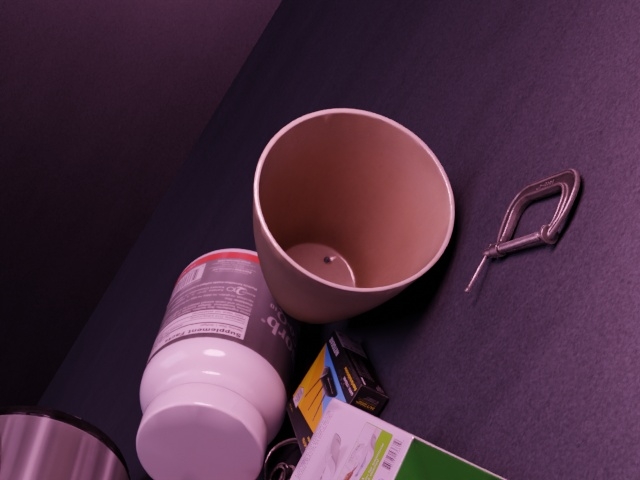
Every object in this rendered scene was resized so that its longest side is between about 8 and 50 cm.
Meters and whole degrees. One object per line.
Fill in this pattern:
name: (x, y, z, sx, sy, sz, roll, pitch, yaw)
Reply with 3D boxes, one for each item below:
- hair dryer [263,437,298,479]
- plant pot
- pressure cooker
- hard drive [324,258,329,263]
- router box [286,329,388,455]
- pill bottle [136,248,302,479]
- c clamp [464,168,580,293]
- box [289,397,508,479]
hair dryer: (-0.100, 0.398, 1.491, 0.223, 0.080, 0.293, -53, 20, 24)
plant pot: (0.015, 0.005, 1.539, 0.274, 0.256, 0.256, 116, 173, -61)
pressure cooker: (-0.540, 0.551, 2.039, 0.420, 0.375, 0.370, -85, 3, -50)
hard drive: (0.000, 0.000, 1.841, 0.172, 0.054, 0.255, -66, 18, -12)
router box: (0.018, 0.211, 1.491, 0.133, 0.046, 0.179, -59, 18, 10)
pill bottle: (-0.143, 0.187, 1.657, 0.210, 0.210, 0.363, -52, 15, 29)
c clamp: (0.231, -0.013, 1.280, 0.161, 0.022, 0.137, -32, 29, 60)
box: (0.039, 0.313, 1.151, 0.262, 0.127, 0.231, -65, 17, -8)
